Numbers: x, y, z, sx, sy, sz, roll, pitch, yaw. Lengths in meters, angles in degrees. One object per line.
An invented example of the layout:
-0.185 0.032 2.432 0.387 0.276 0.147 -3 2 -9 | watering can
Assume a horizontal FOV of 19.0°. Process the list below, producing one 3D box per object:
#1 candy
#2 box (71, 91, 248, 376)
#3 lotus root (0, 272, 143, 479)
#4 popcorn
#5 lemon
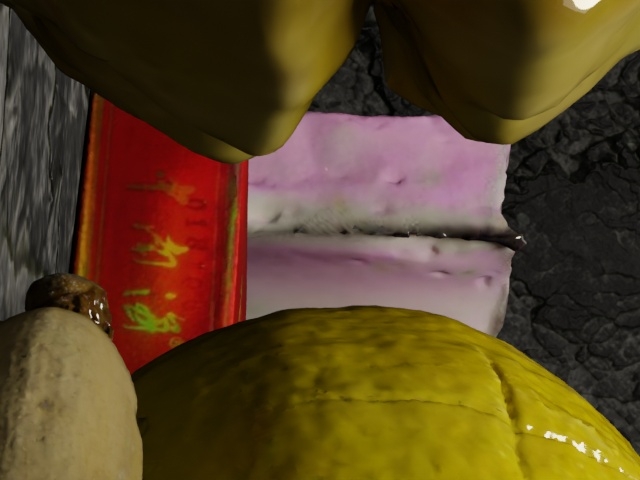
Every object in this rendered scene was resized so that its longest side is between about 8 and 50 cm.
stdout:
0.000 0.000 1.309 0.155 0.265 0.116 95 -6 -53 | candy
-0.087 0.081 1.069 0.313 0.089 0.197 97 -5 -60 | box
-0.085 0.076 0.539 0.073 0.062 0.150 -50 -152 47 | lotus root
0.006 -0.142 0.408 0.332 0.225 0.265 152 -59 -64 | popcorn
0.010 0.165 0.720 0.297 0.297 0.297 -177 -90 -89 | lemon
